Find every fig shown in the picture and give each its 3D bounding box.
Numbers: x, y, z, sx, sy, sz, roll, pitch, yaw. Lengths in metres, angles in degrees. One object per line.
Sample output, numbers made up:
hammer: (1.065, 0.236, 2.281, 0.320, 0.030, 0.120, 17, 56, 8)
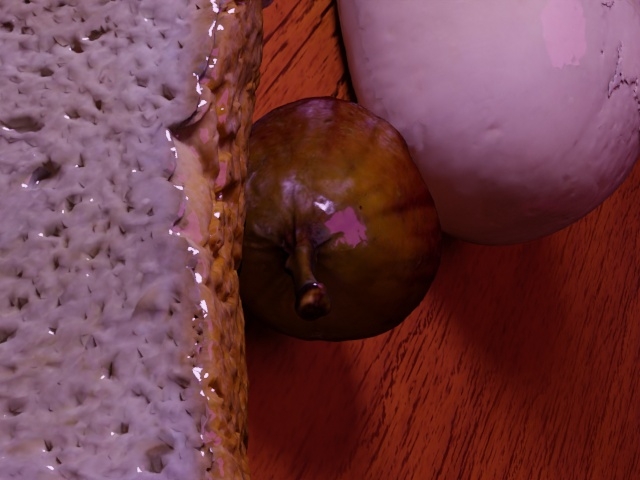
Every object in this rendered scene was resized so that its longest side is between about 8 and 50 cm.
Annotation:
fig: (-0.002, 0.001, 1.222, 0.274, 0.145, 0.170, -63, 135, -76)

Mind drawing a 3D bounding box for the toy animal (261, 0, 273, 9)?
toy animal: (-0.098, -0.237, 1.187, 0.178, 0.127, 0.193, 3, 77, -63)

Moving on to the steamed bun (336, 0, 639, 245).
steamed bun: (0.171, -0.160, 1.602, 0.334, 0.233, 0.312, 0, 76, -64)

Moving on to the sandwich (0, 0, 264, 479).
sandwich: (-0.147, 0.013, 0.801, 0.095, 0.249, 0.273, 73, 14, -62)
